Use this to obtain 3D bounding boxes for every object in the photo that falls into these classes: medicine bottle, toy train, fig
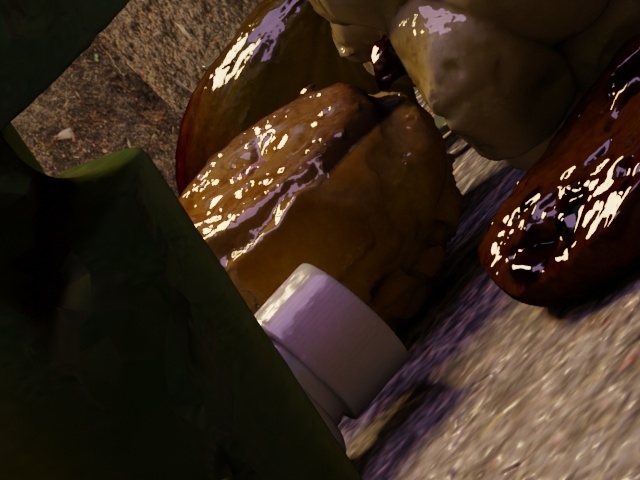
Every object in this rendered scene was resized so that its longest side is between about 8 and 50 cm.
[{"bbox_3d":[-0.069,0.126,0.795,0.260,0.095,0.095,-46,6,-12],"label":"medicine bottle"},{"bbox_3d":[-0.119,0.044,0.486,0.253,0.397,0.160,-11,27,42],"label":"toy train"},{"bbox_3d":[0.000,-0.097,1.097,0.145,0.170,0.274,-33,-36,-47],"label":"fig"}]

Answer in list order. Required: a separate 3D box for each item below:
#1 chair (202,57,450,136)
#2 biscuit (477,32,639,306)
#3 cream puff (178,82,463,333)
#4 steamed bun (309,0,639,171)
[{"bbox_3d":[0.071,-0.174,1.383,0.203,0.274,0.190,-51,-16,-27],"label":"chair"},{"bbox_3d":[0.137,-0.046,0.744,0.192,0.049,0.192,-50,4,5],"label":"biscuit"},{"bbox_3d":[0.000,0.000,0.969,0.189,0.129,0.189,-30,22,13],"label":"cream puff"},{"bbox_3d":[0.069,-0.107,0.868,0.106,0.177,0.192,-59,-28,0],"label":"steamed bun"}]
